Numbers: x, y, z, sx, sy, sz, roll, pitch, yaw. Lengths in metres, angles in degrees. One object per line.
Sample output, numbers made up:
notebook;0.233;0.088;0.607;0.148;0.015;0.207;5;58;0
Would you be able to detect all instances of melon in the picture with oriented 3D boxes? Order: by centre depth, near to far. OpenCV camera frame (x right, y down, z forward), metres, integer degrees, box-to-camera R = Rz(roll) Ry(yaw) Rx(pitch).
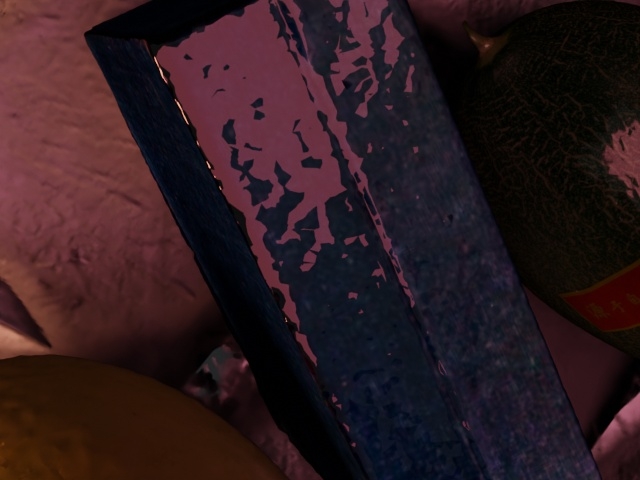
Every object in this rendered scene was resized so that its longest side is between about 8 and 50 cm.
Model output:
melon;0.187;-0.034;0.723;0.287;0.182;0.182;34;90;-17

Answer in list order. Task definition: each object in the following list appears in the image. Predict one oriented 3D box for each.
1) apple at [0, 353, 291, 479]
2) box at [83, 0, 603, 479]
apple;-0.123;0.194;0.624;0.254;0.292;0.292;34;90;0
box;0.000;0.000;0.631;0.116;0.261;0.279;-27;107;-12
